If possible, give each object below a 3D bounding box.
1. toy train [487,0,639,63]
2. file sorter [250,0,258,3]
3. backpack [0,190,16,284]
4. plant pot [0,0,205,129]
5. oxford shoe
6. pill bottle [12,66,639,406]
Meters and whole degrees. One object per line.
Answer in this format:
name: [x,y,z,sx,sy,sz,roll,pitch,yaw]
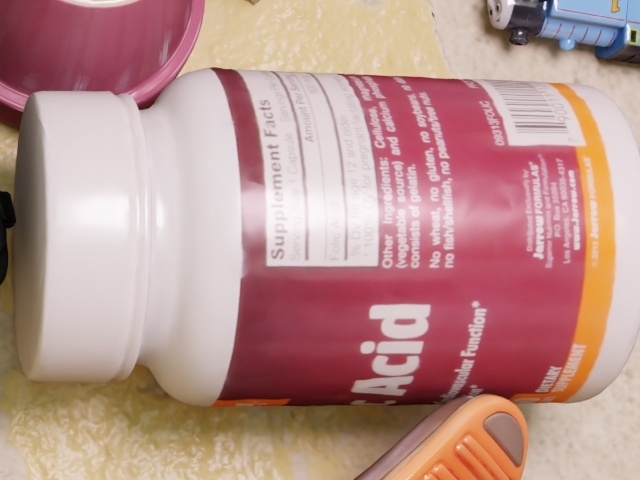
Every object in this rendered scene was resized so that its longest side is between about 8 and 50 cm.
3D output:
toy train: [0.206,-0.193,1.474,0.184,0.080,0.105,7,82,-14]
file sorter: [-0.066,-0.350,1.377,0.278,0.193,0.173,45,68,-2]
backpack: [-0.343,-0.033,1.221,0.253,0.191,0.225,-14,89,4]
plant pot: [-0.167,-0.190,1.318,0.201,0.180,0.201,4,76,-15]
oxford shoe: [-0.017,0.221,1.263,0.363,0.132,0.130,-44,133,-8]
pill bottle: [0.000,0.000,1.297,0.392,0.224,0.224,1,78,-15]
